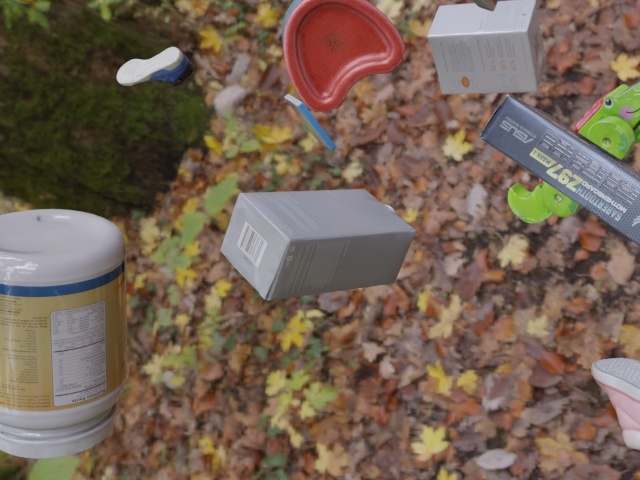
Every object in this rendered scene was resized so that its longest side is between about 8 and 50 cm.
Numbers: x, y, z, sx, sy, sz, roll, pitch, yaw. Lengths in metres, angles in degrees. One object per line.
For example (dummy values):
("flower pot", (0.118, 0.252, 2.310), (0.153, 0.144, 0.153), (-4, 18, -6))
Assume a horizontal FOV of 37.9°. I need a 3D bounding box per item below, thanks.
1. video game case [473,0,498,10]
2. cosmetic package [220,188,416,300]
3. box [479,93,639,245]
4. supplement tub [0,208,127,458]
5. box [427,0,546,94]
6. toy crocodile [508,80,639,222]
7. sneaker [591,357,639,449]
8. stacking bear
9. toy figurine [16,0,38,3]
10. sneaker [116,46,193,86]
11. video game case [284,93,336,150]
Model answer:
("video game case", (0.229, -0.422, 1.082), (0.025, 0.204, 0.285), (23, 100, 16))
("cosmetic package", (0.000, 0.000, 1.286), (0.127, 0.238, 0.107), (43, 121, 40))
("box", (0.299, -0.065, 1.004), (0.233, 0.183, 0.059), (37, 105, 19))
("supplement tub", (-0.253, 0.084, 0.865), (0.144, 0.144, 0.199), (27, 121, 45))
("box", (0.285, -0.328, 1.589), (0.171, 0.130, 0.091), (3, 50, 25))
("toy crocodile", (0.409, -0.140, 1.419), (0.105, 0.115, 0.340), (45, 141, 12))
("sneaker", (0.288, 0.154, 0.862), (0.134, 0.051, 0.070), (-125, 30, -80))
("stacking bear", (0.017, -0.334, 1.515), (0.175, 0.164, 0.289), (-33, 16, 9))
("toy figurine", (-0.181, -0.289, 0.542), (0.217, 0.363, 0.191), (50, 150, 21))
("sneaker", (-0.329, -0.336, 1.885), (0.152, 0.084, 0.058), (-19, 65, 18))
("video game case", (-0.023, -0.250, 1.959), (0.015, 0.119, 0.166), (-39, 19, 0))
